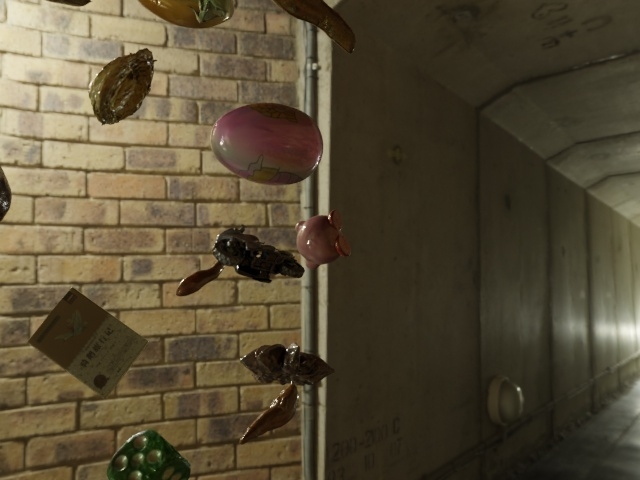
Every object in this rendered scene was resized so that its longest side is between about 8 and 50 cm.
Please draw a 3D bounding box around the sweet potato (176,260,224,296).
[{"bbox_3d":[-0.312,0.091,1.359,0.050,0.050,0.214,-6,22,38],"label":"sweet potato"}]

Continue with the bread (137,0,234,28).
[{"bbox_3d":[-0.424,-0.852,1.520,0.329,0.424,0.245,-16,-26,-42],"label":"bread"}]

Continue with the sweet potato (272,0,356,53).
[{"bbox_3d":[-0.060,-0.456,0.823,0.108,0.346,0.079,-32,-3,-38],"label":"sweet potato"}]

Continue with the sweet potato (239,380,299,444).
[{"bbox_3d":[-0.105,0.411,1.145,0.068,0.068,0.226,-5,18,33],"label":"sweet potato"}]

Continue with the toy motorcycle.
[{"bbox_3d":[-0.174,0.038,1.320,0.270,0.106,0.159,15,18,-35],"label":"toy motorcycle"}]

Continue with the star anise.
[{"bbox_3d":[-0.105,0.414,1.631,0.315,0.108,0.315,7,-33,5],"label":"star anise"}]

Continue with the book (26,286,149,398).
[{"bbox_3d":[-0.738,0.323,1.566,0.310,0.217,0.021,34,-12,3],"label":"book"}]

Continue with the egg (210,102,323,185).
[{"bbox_3d":[-0.119,-0.220,1.141,0.271,0.196,0.196,-16,5,-41],"label":"egg"}]

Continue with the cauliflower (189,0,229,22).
[{"bbox_3d":[-0.232,-0.708,1.203,0.260,0.281,0.327,8,32,42],"label":"cauliflower"}]

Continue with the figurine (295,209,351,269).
[{"bbox_3d":[0.000,0.000,1.656,0.173,0.173,0.173,-2,-5,0],"label":"figurine"}]

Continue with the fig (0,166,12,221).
[{"bbox_3d":[-0.744,-0.135,1.014,0.145,0.170,0.274,-34,55,-28],"label":"fig"}]

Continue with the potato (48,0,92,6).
[{"bbox_3d":[-0.867,-0.830,1.611,0.243,0.098,0.138,22,23,29],"label":"potato"}]

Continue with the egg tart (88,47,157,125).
[{"bbox_3d":[-0.569,-0.443,1.390,0.098,0.252,0.232,34,-14,-2],"label":"egg tart"}]

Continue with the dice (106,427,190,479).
[{"bbox_3d":[-0.367,0.500,1.063,0.120,0.128,0.131,24,54,33],"label":"dice"}]
